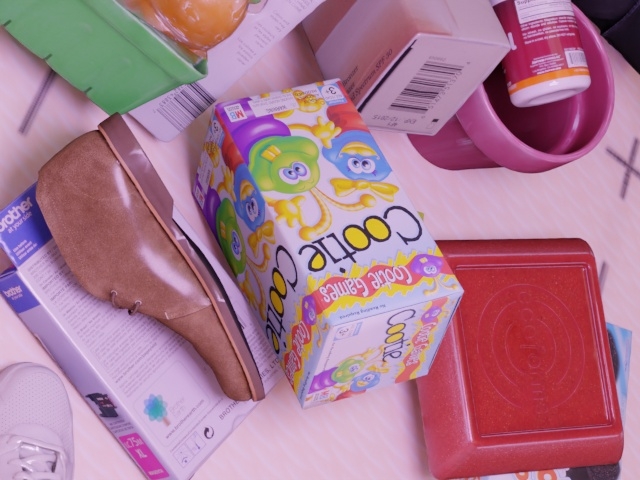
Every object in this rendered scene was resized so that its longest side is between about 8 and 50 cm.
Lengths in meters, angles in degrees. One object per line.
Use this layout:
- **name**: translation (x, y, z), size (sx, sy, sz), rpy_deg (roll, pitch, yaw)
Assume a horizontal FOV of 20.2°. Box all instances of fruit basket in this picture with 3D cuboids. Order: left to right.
- **fruit basket**: translation (-0.143, -0.303, 1.686), size (0.327, 0.353, 0.165), rpy_deg (39, 16, -26)

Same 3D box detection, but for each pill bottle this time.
- **pill bottle**: translation (0.220, -0.220, 1.848), size (0.086, 0.086, 0.152), rpy_deg (-9, 82, -37)

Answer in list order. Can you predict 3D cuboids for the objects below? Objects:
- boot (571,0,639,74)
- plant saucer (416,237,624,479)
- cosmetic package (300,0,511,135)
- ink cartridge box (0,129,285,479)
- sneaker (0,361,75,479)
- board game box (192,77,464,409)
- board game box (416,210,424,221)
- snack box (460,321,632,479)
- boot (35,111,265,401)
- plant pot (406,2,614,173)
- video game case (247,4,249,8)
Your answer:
- **boot**: translation (0.300, -0.324, 2.012), size (0.445, 0.367, 0.146), rpy_deg (40, 91, -25)
- **plant saucer**: translation (0.219, 0.119, 1.937), size (0.259, 0.048, 0.258), rpy_deg (-1, 77, -31)
- **cosmetic package**: translation (0.060, -0.271, 1.869), size (0.129, 0.153, 0.296), rpy_deg (4, 50, -36)
- **ink cartridge box**: translation (-0.180, 0.062, 1.731), size (0.186, 0.065, 0.311), rpy_deg (-45, 107, -35)
- **sneaker**: translation (-0.244, 0.237, 1.573), size (0.108, 0.169, 0.292), rpy_deg (18, 67, -29)
- **board game box**: translation (0.000, 0.000, 1.740), size (0.142, 0.144, 0.275), rpy_deg (-14, 57, -24)
- **board game box**: translation (0.058, 0.061, 1.881), size (0.043, 0.092, 0.181), rpy_deg (17, 68, -32)
- **snack box**: translation (0.248, 0.232, 1.990), size (0.187, 0.060, 0.322), rpy_deg (19, 68, -29)
- **boot**: translation (-0.157, 0.038, 1.677), size (0.115, 0.112, 0.305), rpy_deg (-33, 104, -6)
- **plant pot**: translation (0.191, -0.161, 1.979), size (0.201, 0.180, 0.201), rpy_deg (9, 73, -33)
- **video game case**: translation (-0.139, -0.288, 1.879), size (0.157, 0.019, 0.143), rpy_deg (27, 63, -27)
